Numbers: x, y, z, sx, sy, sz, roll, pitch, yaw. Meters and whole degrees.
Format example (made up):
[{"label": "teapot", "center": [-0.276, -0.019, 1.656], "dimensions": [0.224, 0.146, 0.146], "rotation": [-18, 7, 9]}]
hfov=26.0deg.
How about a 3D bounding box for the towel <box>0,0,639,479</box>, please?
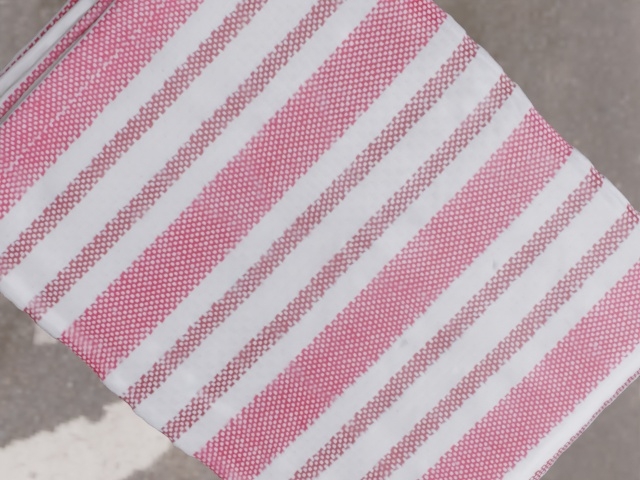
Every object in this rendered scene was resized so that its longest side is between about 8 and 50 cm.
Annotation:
[{"label": "towel", "center": [0.000, 0.000, 0.403], "dimensions": [0.197, 0.144, 0.029], "rotation": [44, 7, -10]}]
